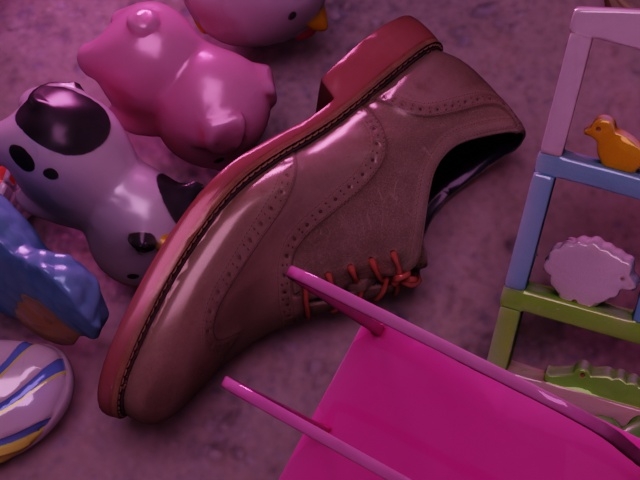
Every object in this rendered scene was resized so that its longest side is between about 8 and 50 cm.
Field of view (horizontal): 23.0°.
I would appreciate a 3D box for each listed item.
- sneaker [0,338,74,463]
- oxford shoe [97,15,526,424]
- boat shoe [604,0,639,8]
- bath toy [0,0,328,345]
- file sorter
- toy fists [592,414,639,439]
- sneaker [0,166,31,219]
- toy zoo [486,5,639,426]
[{"bbox_3d":[-0.277,0.099,0.977,0.240,0.126,0.091,-15,62,-4],"label":"sneaker"},{"bbox_3d":[0.000,0.000,1.020,0.130,0.123,0.348,37,71,14],"label":"oxford shoe"},{"bbox_3d":[0.344,-0.166,1.104,0.285,0.089,0.104,11,62,8],"label":"boat shoe"},{"bbox_3d":[-0.098,-0.091,1.065,0.129,0.151,0.348,3,49,47],"label":"bath toy"},{"bbox_3d":[0.016,0.185,0.797,0.202,0.182,0.290,26,86,27],"label":"file sorter"},{"bbox_3d":[0.129,0.168,0.936,0.279,0.096,0.142,2,61,6],"label":"toy fists"},{"bbox_3d":[-0.236,-0.030,1.084,0.065,0.061,0.158,14,63,18],"label":"sneaker"},{"bbox_3d":[0.224,-0.023,0.963,0.192,0.030,0.293,16,106,11],"label":"toy zoo"}]
